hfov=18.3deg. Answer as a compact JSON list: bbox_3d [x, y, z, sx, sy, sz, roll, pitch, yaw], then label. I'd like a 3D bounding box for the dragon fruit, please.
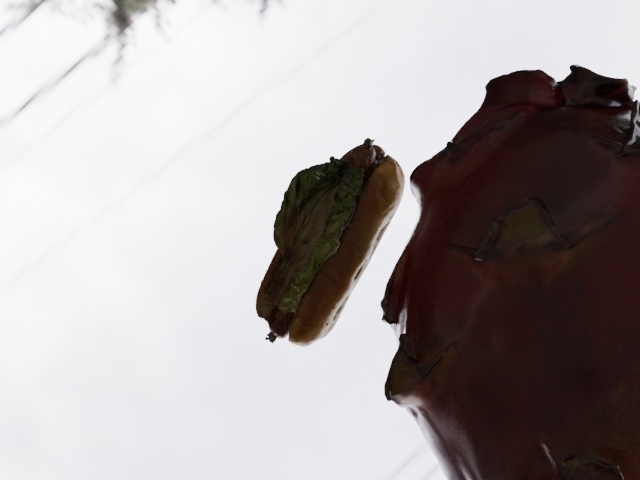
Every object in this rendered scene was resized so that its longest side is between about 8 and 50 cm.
[{"bbox_3d":[0.073,0.063,0.651,0.125,0.125,0.246,4,-108,61],"label":"dragon fruit"}]

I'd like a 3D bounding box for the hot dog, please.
[{"bbox_3d":[0.000,0.000,1.083,0.056,0.041,0.133,42,-67,34],"label":"hot dog"}]
